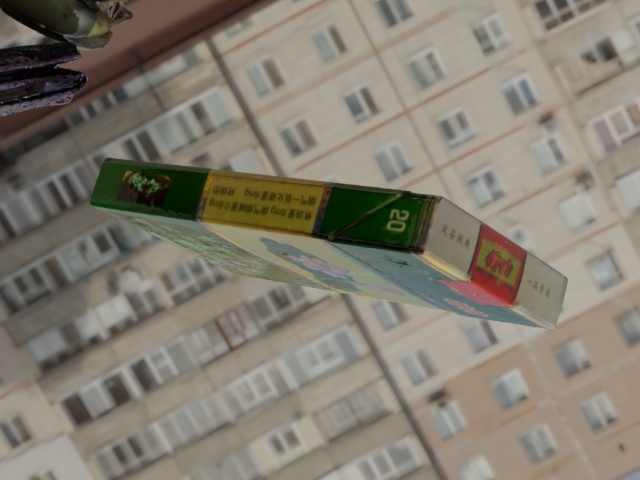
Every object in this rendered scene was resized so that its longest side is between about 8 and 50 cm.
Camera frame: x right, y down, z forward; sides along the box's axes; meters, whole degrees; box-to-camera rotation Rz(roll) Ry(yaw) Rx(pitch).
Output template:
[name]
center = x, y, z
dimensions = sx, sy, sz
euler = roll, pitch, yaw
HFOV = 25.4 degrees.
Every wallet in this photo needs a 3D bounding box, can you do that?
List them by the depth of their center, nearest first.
[wallet]
center = -0.182, -0.070, 0.680
dimensions = 0.111, 0.030, 0.166
euler = -12, -172, -20

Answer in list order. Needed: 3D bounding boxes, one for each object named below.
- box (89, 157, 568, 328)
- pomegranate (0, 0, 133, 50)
[box]
center = 0.000, 0.000, 0.763
dimensions = 0.235, 0.132, 0.034
euler = 8, -104, 39
[pomegranate]
center = -0.202, -0.168, 0.685
dimensions = 0.202, 0.247, 0.202
euler = -61, -175, 10
